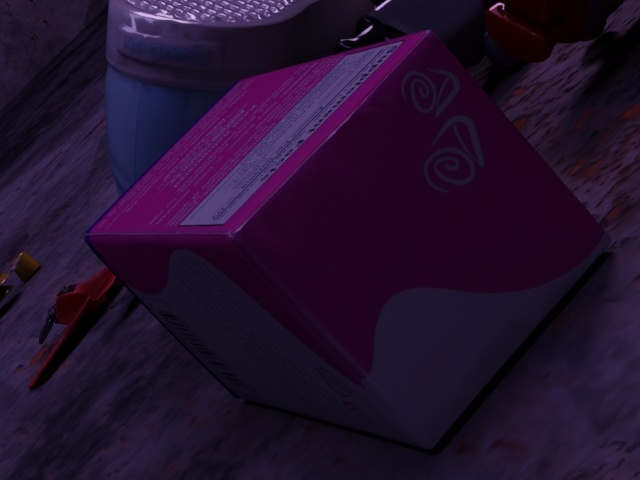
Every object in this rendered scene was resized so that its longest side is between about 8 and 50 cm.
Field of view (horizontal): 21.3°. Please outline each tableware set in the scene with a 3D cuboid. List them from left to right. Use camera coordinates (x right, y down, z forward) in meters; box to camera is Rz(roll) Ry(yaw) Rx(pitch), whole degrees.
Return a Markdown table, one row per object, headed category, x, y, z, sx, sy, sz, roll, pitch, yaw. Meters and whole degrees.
| category | x | y | z | sx | sy | sz | roll | pitch | yaw |
| --- | --- | --- | --- | --- | --- | --- | --- | --- | --- |
| tableware set | -0.309 | 0.069 | 1.497 | 0.154 | 0.024 | 0.104 | -43 | 11 | 5 |

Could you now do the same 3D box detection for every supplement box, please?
| category | x | y | z | sx | sy | sz | roll | pitch | yaw |
| --- | --- | --- | --- | --- | --- | --- | --- | --- | --- |
| supplement box | 0.000 | 0.000 | 0.700 | 0.114 | 0.111 | 0.220 | -46 | 16 | -14 |

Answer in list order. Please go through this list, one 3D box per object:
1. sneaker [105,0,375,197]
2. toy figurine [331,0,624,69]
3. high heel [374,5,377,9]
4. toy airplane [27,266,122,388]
| category | x | y | z | sx | sy | sz | roll | pitch | yaw |
| --- | --- | --- | --- | --- | --- | --- | --- | --- | --- |
| sneaker | -0.046 | -0.089 | 1.042 | 0.366 | 0.135 | 0.150 | -32 | -46 | -66 |
| toy figurine | 0.068 | -0.186 | 0.856 | 0.148 | 0.213 | 0.209 | -41 | 9 | -29 |
| high heel | 0.137 | -0.204 | 1.051 | 0.261 | 0.093 | 0.186 | -56 | -19 | 20 |
| toy airplane | -0.154 | 0.036 | 1.166 | 0.151 | 0.028 | 0.151 | -41 | 16 | 14 |
